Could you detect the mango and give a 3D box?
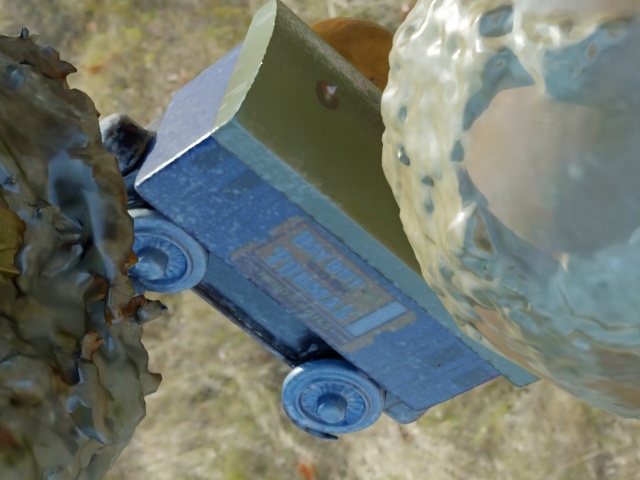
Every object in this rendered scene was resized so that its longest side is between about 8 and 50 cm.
[{"bbox_3d":[0.010,-0.154,1.349,0.084,0.159,0.105,-32,83,58],"label":"mango"}]

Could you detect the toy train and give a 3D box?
[{"bbox_3d":[0.000,0.000,0.923,0.202,0.299,0.131,-31,31,38],"label":"toy train"}]

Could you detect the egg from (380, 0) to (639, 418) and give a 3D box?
[{"bbox_3d":[0.132,-0.040,0.483,0.203,0.245,0.203,15,112,42],"label":"egg"}]

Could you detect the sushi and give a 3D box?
[{"bbox_3d":[-0.264,0.017,0.688,0.176,0.417,0.417,-50,60,34],"label":"sushi"}]
